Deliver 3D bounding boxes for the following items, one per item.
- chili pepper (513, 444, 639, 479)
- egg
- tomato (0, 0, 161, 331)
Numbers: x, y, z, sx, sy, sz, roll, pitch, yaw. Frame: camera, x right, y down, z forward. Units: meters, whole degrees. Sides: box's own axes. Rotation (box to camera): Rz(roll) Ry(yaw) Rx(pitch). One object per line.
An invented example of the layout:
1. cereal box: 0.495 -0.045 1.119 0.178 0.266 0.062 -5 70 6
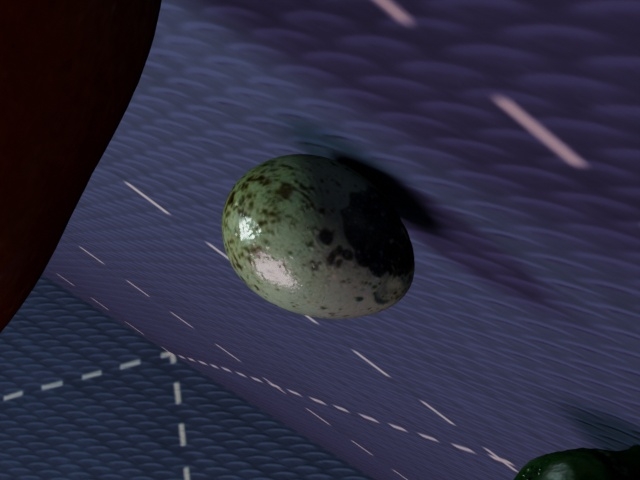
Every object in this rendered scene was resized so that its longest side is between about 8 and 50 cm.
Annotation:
1. chili pepper: 0.233 0.216 0.909 0.264 0.116 0.148 44 176 -36
2. egg: 0.000 0.000 0.685 0.110 0.085 0.085 29 168 -5
3. tomato: -0.209 -0.096 0.426 0.290 0.293 0.325 25 171 -38
